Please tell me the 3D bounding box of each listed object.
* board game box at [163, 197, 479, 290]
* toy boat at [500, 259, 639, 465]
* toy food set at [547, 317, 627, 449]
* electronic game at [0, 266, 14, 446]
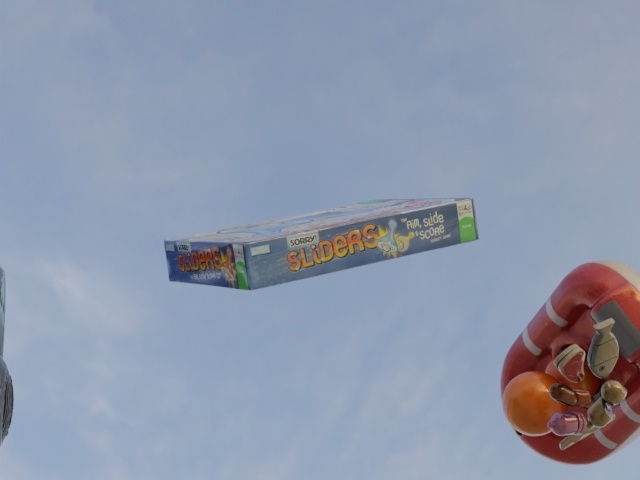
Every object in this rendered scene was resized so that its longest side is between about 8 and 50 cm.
[{"bbox_3d":[0.000,0.000,1.005,0.201,0.136,0.035,-12,-83,-31],"label":"board game box"},{"bbox_3d":[0.231,0.133,1.230,0.151,0.151,0.231,-26,-22,-29],"label":"toy boat"},{"bbox_3d":[0.216,0.125,1.069,0.078,0.019,0.122,-28,-48,-11],"label":"toy food set"},{"bbox_3d":[-0.275,0.134,1.075,0.048,0.229,0.229,3,-50,-11],"label":"electronic game"}]
